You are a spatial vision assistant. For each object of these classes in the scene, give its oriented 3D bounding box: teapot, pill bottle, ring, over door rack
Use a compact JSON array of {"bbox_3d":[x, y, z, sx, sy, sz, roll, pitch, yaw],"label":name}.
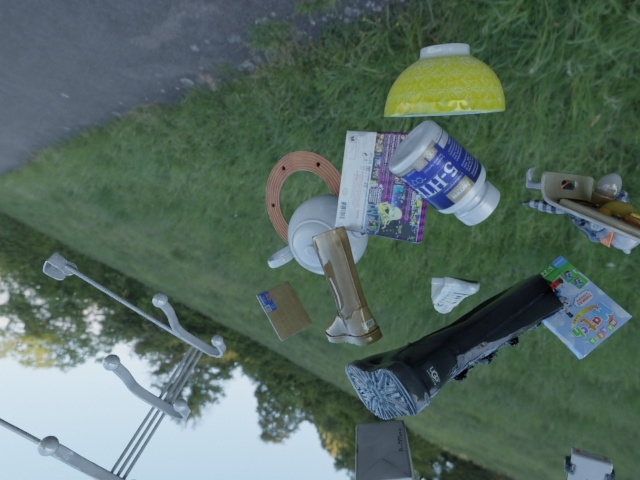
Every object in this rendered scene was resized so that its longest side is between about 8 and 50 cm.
[{"bbox_3d":[0.000,0.000,1.168,0.252,0.256,0.187,26,-150,13],"label":"teapot"},{"bbox_3d":[0.225,-0.115,0.742,0.186,0.112,0.112,36,162,-13],"label":"pill bottle"},{"bbox_3d":[-0.042,-0.120,1.343,0.336,0.337,0.032,3,-165,34],"label":"ring"},{"bbox_3d":[-0.328,0.166,0.577,0.323,0.240,0.108,27,138,0],"label":"over door rack"}]

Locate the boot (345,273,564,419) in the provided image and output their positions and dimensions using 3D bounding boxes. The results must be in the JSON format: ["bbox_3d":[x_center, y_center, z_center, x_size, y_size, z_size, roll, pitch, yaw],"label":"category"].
[{"bbox_3d":[0.309,0.252,1.018,0.444,0.146,0.367,-28,175,-22],"label":"boot"}]

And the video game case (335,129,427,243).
[{"bbox_3d":[0.141,-0.125,0.931,0.210,0.233,0.041,11,-171,33],"label":"video game case"}]

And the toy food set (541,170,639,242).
[{"bbox_3d":[0.651,-0.072,0.859,0.219,0.093,0.306,-1,-153,-33],"label":"toy food set"}]

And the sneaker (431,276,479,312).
[{"bbox_3d":[0.440,0.183,1.363,0.105,0.123,0.290,10,173,0],"label":"sneaker"}]

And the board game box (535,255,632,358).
[{"bbox_3d":[0.635,0.165,1.053,0.212,0.160,0.039,51,175,26],"label":"board game box"}]

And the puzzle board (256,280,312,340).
[{"bbox_3d":[-0.089,0.172,1.024,0.096,0.128,0.011,-22,162,-33],"label":"puzzle board"}]

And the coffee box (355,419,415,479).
[{"bbox_3d":[0.133,0.484,0.761,0.098,0.247,0.141,-10,-167,9],"label":"coffee box"}]

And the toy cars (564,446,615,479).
[{"bbox_3d":[0.711,0.645,1.000,0.176,0.394,0.087,-41,179,38],"label":"toy cars"}]

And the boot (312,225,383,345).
[{"bbox_3d":[0.043,0.111,1.016,0.089,0.270,0.236,-21,-179,-28],"label":"boot"}]

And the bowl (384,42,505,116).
[{"bbox_3d":[0.300,-0.388,1.013,0.288,0.156,0.289,-3,-164,1],"label":"bowl"}]

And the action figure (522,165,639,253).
[{"bbox_3d":[0.805,-0.080,1.245,0.341,0.179,0.330,21,-156,-43],"label":"action figure"}]

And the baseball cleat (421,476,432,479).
[{"bbox_3d":[0.326,0.711,1.119,0.109,0.206,0.072,-14,-159,-9],"label":"baseball cleat"}]
